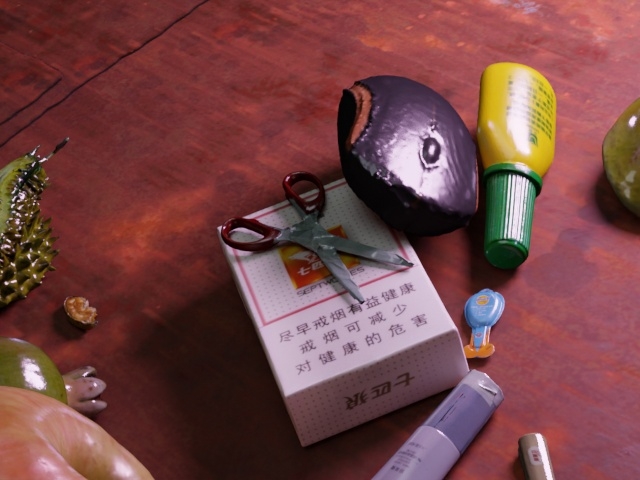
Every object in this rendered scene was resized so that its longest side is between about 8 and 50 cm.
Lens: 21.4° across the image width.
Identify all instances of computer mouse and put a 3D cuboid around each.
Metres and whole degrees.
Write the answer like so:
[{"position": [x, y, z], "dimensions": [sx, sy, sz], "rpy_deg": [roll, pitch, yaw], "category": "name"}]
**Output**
[{"position": [0.109, -0.120, 2.092], "dimensions": [0.116, 0.183, 0.323], "rpy_deg": [-57, 16, 23], "category": "computer mouse"}]

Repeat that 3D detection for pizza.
[{"position": [-0.306, 0.094, 2.169], "dimensions": [0.037, 0.016, 0.083], "rpy_deg": [-34, 39, -15], "category": "pizza"}]

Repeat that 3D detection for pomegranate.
[{"position": [-0.351, 0.193, 1.962], "dimensions": [0.211, 0.179, 0.179], "rpy_deg": [-11, 39, -9], "category": "pomegranate"}]

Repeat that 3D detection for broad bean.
[{"position": [0.420, -0.109, 2.063], "dimensions": [0.153, 0.072, 0.206], "rpy_deg": [-3, 43, 27], "category": "broad bean"}]

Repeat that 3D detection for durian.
[{"position": [-0.423, 0.009, 2.238], "dimensions": [0.132, 0.106, 0.375], "rpy_deg": [0, 45, 25], "category": "durian"}]

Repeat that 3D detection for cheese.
[{"position": [0.188, 0.096, 1.968], "dimensions": [0.047, 0.017, 0.111], "rpy_deg": [-6, 42, 20], "category": "cheese"}]

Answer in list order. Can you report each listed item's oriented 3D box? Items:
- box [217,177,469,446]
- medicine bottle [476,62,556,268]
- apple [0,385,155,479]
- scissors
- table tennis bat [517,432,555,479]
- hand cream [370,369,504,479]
[{"position": [0.021, 0.070, 2.004], "dimensions": [0.210, 0.095, 0.330], "rpy_deg": [-21, 41, -4], "category": "box"}, {"position": [0.240, -0.096, 2.108], "dimensions": [0.111, 0.076, 0.309], "rpy_deg": [24, 47, -16], "category": "medicine bottle"}, {"position": [-0.316, 0.334, 1.635], "dimensions": [0.346, 0.391, 0.391], "rpy_deg": [-43, 42, 4], "category": "apple"}, {"position": [0.000, 0.000, 2.009], "dimensions": [0.144, 0.017, 0.248], "rpy_deg": [-38, 44, -21], "category": "scissors"}, {"position": [0.238, 0.295, 1.726], "dimensions": [0.138, 0.022, 0.246], "rpy_deg": [-14, 42, 6], "category": "table tennis bat"}, {"position": [0.104, 0.241, 1.818], "dimensions": [0.079, 0.048, 0.255], "rpy_deg": [17, 55, 42], "category": "hand cream"}]
